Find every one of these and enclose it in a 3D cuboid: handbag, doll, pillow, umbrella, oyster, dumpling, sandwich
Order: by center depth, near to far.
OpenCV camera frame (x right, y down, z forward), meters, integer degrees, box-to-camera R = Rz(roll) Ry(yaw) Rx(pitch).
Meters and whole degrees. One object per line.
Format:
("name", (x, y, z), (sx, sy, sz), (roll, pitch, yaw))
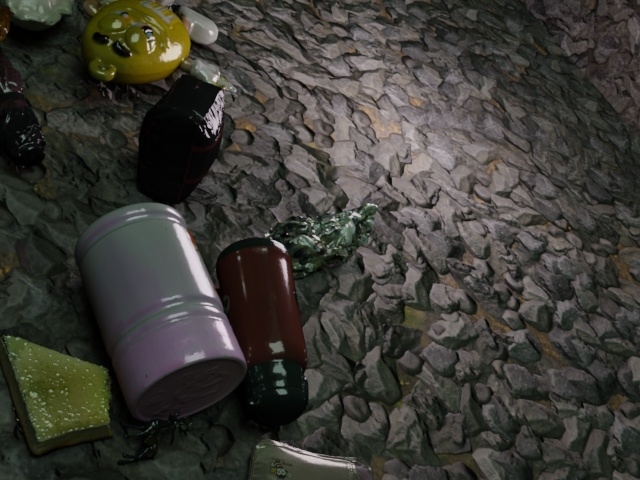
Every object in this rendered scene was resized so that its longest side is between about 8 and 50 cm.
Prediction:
("sandwich", (-0.399, 0.226, 1.375), (0.162, 0.058, 0.193), (-7, 53, -39))
("pillow", (-0.010, 0.400, 1.465), (0.232, 0.038, 0.131), (18, 41, -14))
("umbrella", (-0.607, -0.273, 1.691), (0.094, 0.090, 0.326), (-11, 57, -35))
("handbag", (-0.274, -0.204, 1.744), (0.155, 0.215, 0.169), (24, 38, 2))
("oyster", (-0.001, 0.002, 1.835), (0.251, 0.087, 0.199), (6, 47, -11))
("dumpling", (-0.613, -0.524, 1.898), (0.162, 0.132, 0.250), (4, 33, -18))
("doll", (-0.365, -0.452, 1.969), (0.347, 0.161, 0.423), (11, 39, -29))

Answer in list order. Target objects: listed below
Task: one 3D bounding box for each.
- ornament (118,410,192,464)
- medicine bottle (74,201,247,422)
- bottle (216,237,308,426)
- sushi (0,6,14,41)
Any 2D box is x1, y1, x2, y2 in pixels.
("ornament", (-0.256, 0.308, 1.382), (0.125, 0.074, 0.028), (-6, 15, -40))
("medicine bottle", (-0.267, 0.116, 1.449), (0.202, 0.202, 0.316), (-4, 54, -35))
("bottle", (-0.101, 0.165, 1.560), (0.143, 0.144, 0.336), (9, 49, -25))
("sushi", (-0.711, -0.389, 1.642), (0.287, 0.149, 0.140), (-44, 45, -18))
